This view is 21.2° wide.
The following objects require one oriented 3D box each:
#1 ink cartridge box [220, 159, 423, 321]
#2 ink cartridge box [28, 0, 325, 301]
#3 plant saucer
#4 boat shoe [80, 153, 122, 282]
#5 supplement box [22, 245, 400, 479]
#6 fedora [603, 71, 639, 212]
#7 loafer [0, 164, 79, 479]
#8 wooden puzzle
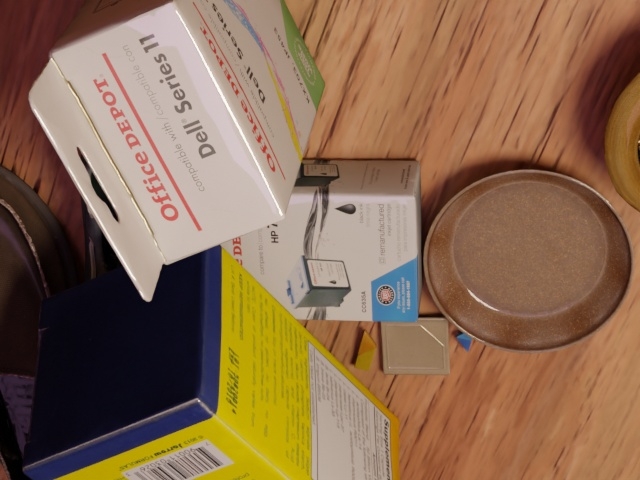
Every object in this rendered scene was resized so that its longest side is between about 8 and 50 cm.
[{"bbox_3d":[0.000,0.000,1.622,0.191,0.082,0.139,0,118,6],"label":"ink cartridge box"},{"bbox_3d":[-0.106,-0.126,1.413,0.119,0.353,0.207,-20,114,17],"label":"ink cartridge box"},{"bbox_3d":[0.198,0.015,1.628,0.199,0.036,0.198,3,119,6],"label":"plant saucer"},{"bbox_3d":[-0.184,0.032,1.652,0.116,0.099,0.319,2,118,7],"label":"boat shoe"},{"bbox_3d":[-0.089,0.192,1.604,0.195,0.194,0.356,-23,134,23],"label":"supplement box"},{"bbox_3d":[0.345,-0.103,1.521,0.194,0.079,0.194,0,116,1],"label":"fedora"},{"bbox_3d":[-0.299,0.093,1.666,0.134,0.130,0.366,-18,103,16],"label":"loafer"},{"bbox_3d":[0.094,0.104,1.704,0.116,0.014,0.078,6,123,5],"label":"wooden puzzle"}]
